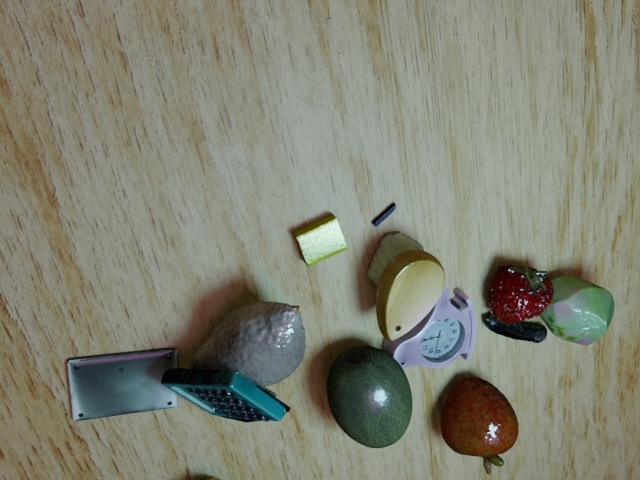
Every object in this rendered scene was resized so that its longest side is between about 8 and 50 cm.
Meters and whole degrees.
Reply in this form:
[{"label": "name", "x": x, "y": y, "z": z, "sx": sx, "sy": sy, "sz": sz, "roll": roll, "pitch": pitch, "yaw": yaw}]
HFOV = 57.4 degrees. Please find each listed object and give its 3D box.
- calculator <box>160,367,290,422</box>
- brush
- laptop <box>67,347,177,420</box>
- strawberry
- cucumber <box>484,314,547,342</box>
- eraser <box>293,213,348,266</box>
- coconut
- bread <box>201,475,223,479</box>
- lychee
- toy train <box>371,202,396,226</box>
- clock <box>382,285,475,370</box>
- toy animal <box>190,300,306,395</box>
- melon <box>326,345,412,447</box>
[{"label": "calculator", "x": -0.243, "y": 0.400, "z": 1.492, "sx": 0.248, "sy": 0.274, "sz": 0.058, "roll": 48, "pitch": 48, "yaw": -41}, {"label": "brush", "x": 0.213, "y": 0.129, "z": 1.600, "sx": 0.174, "sy": 0.166, "sz": 0.267, "roll": 19, "pitch": 104, "yaw": -26}, {"label": "laptop", "x": -0.510, "y": 0.376, "z": 1.525, "sx": 0.268, "sy": 0.015, "sz": 0.188, "roll": -3, "pitch": 112, "yaw": -19}, {"label": "strawberry", "x": 0.589, "y": 0.168, "z": 1.749, "sx": 0.184, "sy": 0.187, "sz": 0.202, "roll": 28, "pitch": 120, "yaw": 8}, {"label": "cucumber", "x": 0.612, "y": 0.281, "z": 1.863, "sx": 0.245, "sy": 0.067, "sz": 0.067, "roll": 14, "pitch": 106, "yaw": -21}, {"label": "eraser", "x": 0.000, "y": 0.000, "z": 1.541, "sx": 0.122, "sy": 0.045, "sz": 0.097, "roll": -25, "pitch": 116, "yaw": -7}, {"label": "coconut", "x": 0.790, "y": 0.218, "z": 1.800, "sx": 0.204, "sy": 0.236, "sz": 0.236, "roll": -24, "pitch": 117, "yaw": -12}, {"label": "bread", "x": -0.301, "y": 0.780, "z": 1.693, "sx": 0.260, "sy": 0.147, "sz": 0.160, "roll": 42, "pitch": 84, "yaw": -32}, {"label": "lychee", "x": 0.497, "y": 0.582, "z": 1.836, "sx": 0.255, "sy": 0.255, "sz": 0.300, "roll": 3, "pitch": 75, "yaw": -21}, {"label": "toy train", "x": 0.176, "y": -0.069, "z": 1.592, "sx": 0.083, "sy": 0.017, "sz": 0.017, "roll": -42, "pitch": 120, "yaw": 0}, {"label": "clock", "x": 0.325, "y": 0.245, "z": 1.735, "sx": 0.275, "sy": 0.080, "sz": 0.291, "roll": -10, "pitch": 113, "yaw": -16}, {"label": "toy animal", "x": -0.156, "y": 0.269, "z": 1.498, "sx": 0.226, "sy": 0.188, "sz": 0.358, "roll": 34, "pitch": 129, "yaw": -26}, {"label": "melon", "x": 0.140, "y": 0.445, "z": 1.658, "sx": 0.237, "sy": 0.237, "sz": 0.302, "roll": -24, "pitch": 116, "yaw": -9}]
